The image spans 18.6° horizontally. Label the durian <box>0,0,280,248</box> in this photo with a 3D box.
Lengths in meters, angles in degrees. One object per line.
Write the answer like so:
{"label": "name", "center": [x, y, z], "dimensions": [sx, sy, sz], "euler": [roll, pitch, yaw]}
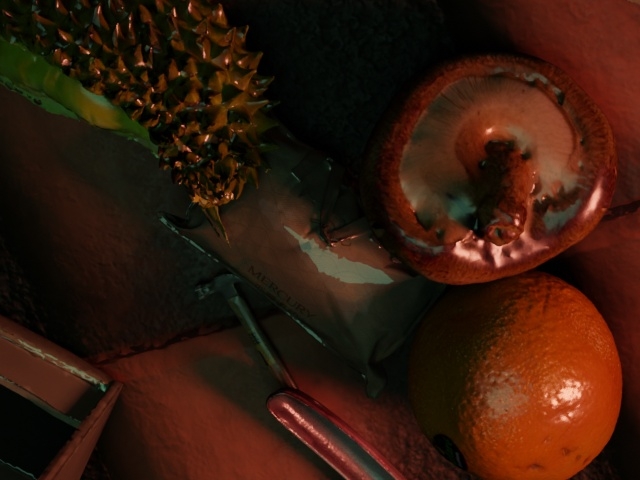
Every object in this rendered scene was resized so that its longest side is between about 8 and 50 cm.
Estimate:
{"label": "durian", "center": [-0.187, -0.161, 1.781], "dimensions": [0.352, 0.158, 0.169], "euler": [28, 144, 18]}

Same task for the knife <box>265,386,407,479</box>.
{"label": "knife", "center": [0.047, 0.244, 1.923], "dimensions": [0.278, 0.053, 0.123], "euler": [46, 116, -6]}

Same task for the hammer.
{"label": "hammer", "center": [-0.051, 0.106, 1.913], "dimensions": [0.062, 0.017, 0.182], "euler": [-27, 104, 22]}

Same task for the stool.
{"label": "stool", "center": [-0.362, 0.197, 1.884], "dimensions": [0.243, 0.270, 0.170], "euler": [27, 115, 3]}

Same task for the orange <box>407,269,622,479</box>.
{"label": "orange", "center": [0.177, 0.127, 1.772], "dimensions": [0.206, 0.206, 0.206], "euler": [5, 112, 12]}

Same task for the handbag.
{"label": "handbag", "center": [0.000, 0.000, 1.809], "dimensions": [0.270, 0.117, 0.182], "euler": [39, 106, 0]}

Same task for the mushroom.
{"label": "mushroom", "center": [0.144, -0.061, 1.726], "dimensions": [0.231, 0.194, 0.138], "euler": [-13, 152, -8]}

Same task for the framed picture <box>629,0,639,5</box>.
{"label": "framed picture", "center": [0.335, -0.263, 1.615], "dimensions": [0.281, 0.019, 0.209], "euler": [23, 125, -13]}
